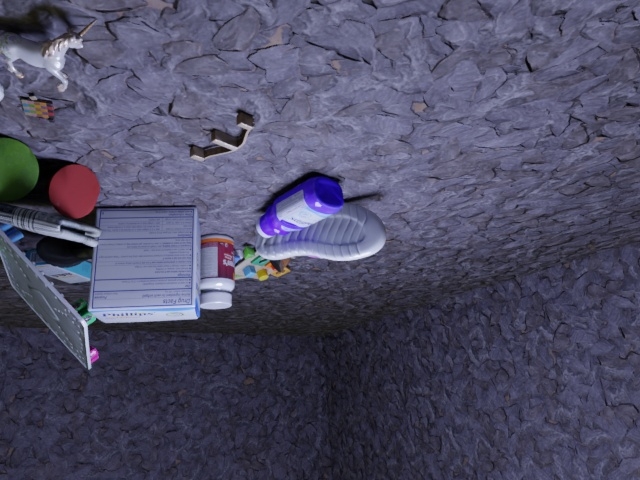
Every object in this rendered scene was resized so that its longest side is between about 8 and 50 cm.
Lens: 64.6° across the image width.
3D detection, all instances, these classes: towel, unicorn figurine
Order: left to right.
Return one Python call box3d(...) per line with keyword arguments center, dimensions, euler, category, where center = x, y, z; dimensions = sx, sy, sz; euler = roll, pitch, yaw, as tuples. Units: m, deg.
box3d(center=(-0.687, -0.048, 1.146), dimensions=(0.312, 0.056, 0.324), euler=(13, 176, -7), category="towel")
box3d(center=(-0.415, -0.278, 0.759), dimensions=(0.162, 0.060, 0.111), euler=(1, 161, -15), category="unicorn figurine")

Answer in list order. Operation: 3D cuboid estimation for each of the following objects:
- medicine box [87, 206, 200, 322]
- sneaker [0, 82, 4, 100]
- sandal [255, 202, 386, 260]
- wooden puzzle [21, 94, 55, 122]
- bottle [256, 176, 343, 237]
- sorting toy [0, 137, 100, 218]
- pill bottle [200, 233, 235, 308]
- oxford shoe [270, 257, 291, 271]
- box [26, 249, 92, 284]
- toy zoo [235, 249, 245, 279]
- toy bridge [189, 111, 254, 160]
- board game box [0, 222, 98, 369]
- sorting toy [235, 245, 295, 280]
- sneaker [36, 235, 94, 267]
box3d(center=(-0.466, 0.065, 1.381), dimensions=(0.264, 0.289, 0.149), euler=(-1, 161, -8), category="medicine box")
box3d(center=(-0.549, -0.261, 0.760), dimensions=(0.129, 0.111, 0.297), euler=(-9, 171, -38), category="sneaker")
box3d(center=(0.003, -0.015, 1.458), dimensions=(0.416, 0.169, 0.102), euler=(0, 162, 29), category="sandal")
box3d(center=(-0.515, -0.241, 0.926), dimensions=(0.049, 0.006, 0.083), euler=(4, 159, -22), category="wooden puzzle")
box3d(center=(-0.068, -0.079, 1.350), dimensions=(0.118, 0.092, 0.283), euler=(11, 155, -40), category="bottle")
box3d(center=(-0.660, -0.145, 1.064), dimensions=(0.126, 0.127, 0.365), euler=(11, 174, 34), category="sorting toy")
box3d(center=(-0.334, 0.101, 1.613), dimensions=(0.121, 0.221, 0.121), euler=(-4, 161, -1), category="pill bottle")
box3d(center=(-0.132, 0.024, 1.693), dimensions=(0.076, 0.076, 0.212), euler=(-41, 160, -21), category="oxford shoe")
box3d(center=(-0.869, 0.091, 1.721), dimensions=(0.101, 0.060, 0.244), euler=(-7, 161, 11), category="box")
box3d(center=(-0.329, 0.090, 1.872), dimensions=(0.192, 0.030, 0.293), euler=(-11, 159, 20), category="toy zoo")
box3d(center=(-0.198, -0.208, 1.056), dimensions=(0.188, 0.026, 0.063), euler=(-21, 156, 40), category="toy bridge")
box3d(center=(-0.793, 0.170, 1.488), dimensions=(0.050, 0.390, 0.390), euler=(-40, 170, -37), category="board game box")
box3d(center=(-0.208, 0.096, 1.822), dimensions=(0.196, 0.047, 0.348), euler=(-31, 153, 25), category="sorting toy")
box3d(center=(-0.680, 0.013, 1.505), dimensions=(0.286, 0.109, 0.130), euler=(1, 156, -41), category="sneaker")
